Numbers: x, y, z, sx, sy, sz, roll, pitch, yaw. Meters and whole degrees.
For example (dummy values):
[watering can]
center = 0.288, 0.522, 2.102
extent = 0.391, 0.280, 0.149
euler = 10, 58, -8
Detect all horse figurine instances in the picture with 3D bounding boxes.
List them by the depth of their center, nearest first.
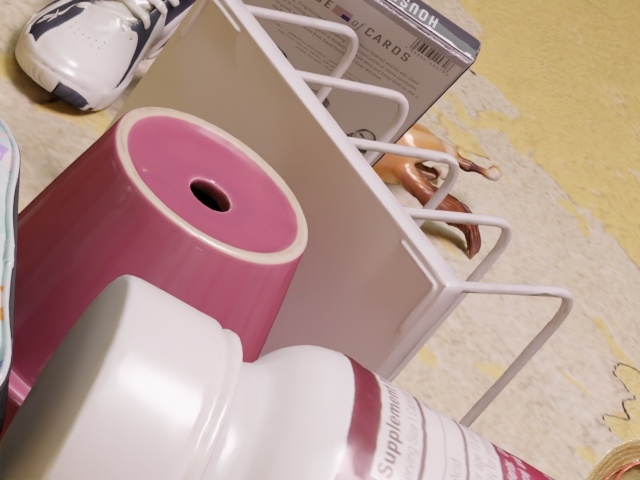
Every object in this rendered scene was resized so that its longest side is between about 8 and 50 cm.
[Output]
[horse figurine]
center = 0.048, -0.099, 1.639
extent = 0.174, 0.066, 0.263
euler = 7, 37, -54

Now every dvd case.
[dvd case]
center = -0.011, -0.130, 1.445
extent = 0.179, 0.239, 0.030
euler = 34, 54, -8

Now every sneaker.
[sneaker]
center = -0.138, -0.197, 1.474
extent = 0.094, 0.153, 0.235
euler = 39, 27, 7

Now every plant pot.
[plant pot]
center = -0.107, 0.030, 1.130
extent = 0.201, 0.180, 0.201
euler = 29, 28, -17

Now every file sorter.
[file sorter]
center = 0.000, 0.000, 1.294
extent = 0.173, 0.193, 0.278
euler = 3, 42, -51

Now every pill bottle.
[pill bottle]
center = 0.023, 0.192, 0.985
extent = 0.392, 0.224, 0.224
euler = 30, 28, -13

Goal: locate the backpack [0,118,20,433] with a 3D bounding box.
[backpack]
center = -0.275, 0.008, 0.939
extent = 0.253, 0.191, 0.225
euler = 6, 43, -11

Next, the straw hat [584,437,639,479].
[straw hat]
center = 0.224, 0.205, 1.372
extent = 0.144, 0.144, 0.061
euler = 26, -13, -20
